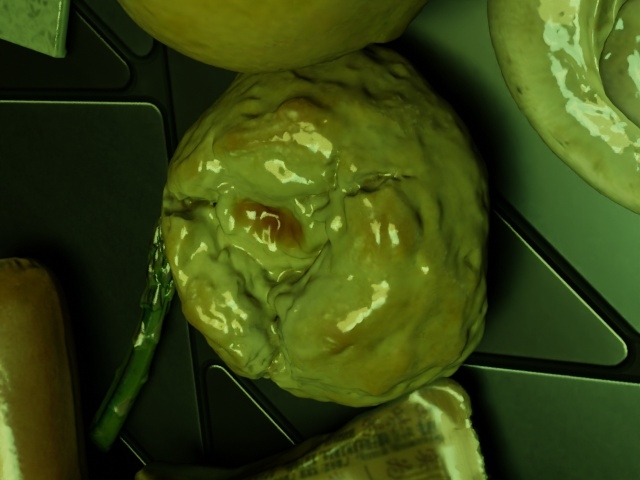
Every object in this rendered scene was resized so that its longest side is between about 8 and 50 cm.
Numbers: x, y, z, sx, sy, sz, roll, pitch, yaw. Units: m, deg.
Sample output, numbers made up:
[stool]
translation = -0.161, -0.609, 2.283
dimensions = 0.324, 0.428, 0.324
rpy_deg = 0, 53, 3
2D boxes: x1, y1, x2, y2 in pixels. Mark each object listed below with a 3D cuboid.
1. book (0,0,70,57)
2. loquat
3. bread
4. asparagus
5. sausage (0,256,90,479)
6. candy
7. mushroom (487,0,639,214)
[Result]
[book]
translation = -0.253, -0.305, 0.898
dimensions = 0.217, 0.021, 0.310
rpy_deg = 21, 116, 20
[loquat]
translation = -0.031, -0.209, 0.717
dimensions = 0.238, 0.193, 0.238
rpy_deg = 8, 120, 15
[bread]
translation = 0.000, 0.000, 0.808
dimensions = 0.244, 0.134, 0.244
rpy_deg = 10, 110, 28
[asparagus]
translation = -0.141, 0.082, 0.972
dimensions = 0.034, 0.027, 0.236
rpy_deg = 26, 118, 6
[sausage]
translation = -0.234, 0.148, 0.985
dimensions = 0.105, 0.105, 0.274
rpy_deg = -3, 96, 28
[candy]
translation = 0.002, 0.192, 0.899
dimensions = 0.271, 0.101, 0.143
rpy_deg = -21, 92, 25
[mushroom]
translation = 0.197, -0.120, 0.638
dimensions = 0.255, 0.184, 0.255
rpy_deg = 16, 128, 22
